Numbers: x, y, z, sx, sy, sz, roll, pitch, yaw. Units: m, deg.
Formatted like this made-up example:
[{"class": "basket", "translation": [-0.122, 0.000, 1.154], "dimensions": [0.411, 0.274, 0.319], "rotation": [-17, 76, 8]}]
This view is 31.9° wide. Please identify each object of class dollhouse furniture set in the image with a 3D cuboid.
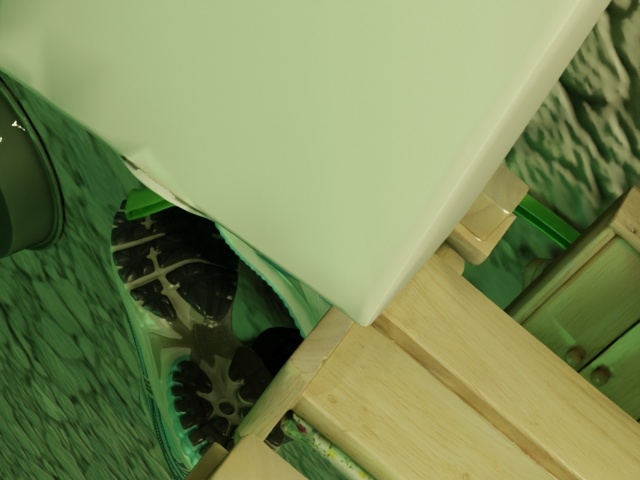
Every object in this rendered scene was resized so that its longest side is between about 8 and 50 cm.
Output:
[{"class": "dollhouse furniture set", "translation": [0.105, 0.145, 0.539], "dimensions": [0.303, 0.355, 0.174], "rotation": [40, 130, 3]}]

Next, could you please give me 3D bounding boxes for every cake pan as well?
[{"class": "cake pan", "translation": [-0.395, -0.099, 1.206], "dimensions": [0.293, 0.054, 0.293], "rotation": [31, 142, 27]}]

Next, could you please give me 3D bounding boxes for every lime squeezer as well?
[{"class": "lime squeezer", "translation": [0.039, -0.047, 0.711], "dimensions": [0.310, 0.110, 0.059], "rotation": [9, 140, 4]}]

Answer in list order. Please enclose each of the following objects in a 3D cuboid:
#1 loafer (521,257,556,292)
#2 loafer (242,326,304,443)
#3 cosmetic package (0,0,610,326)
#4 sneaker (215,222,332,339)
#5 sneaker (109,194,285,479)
[{"class": "loafer", "translation": [0.148, 0.063, 0.743], "dimensions": [0.039, 0.045, 0.125], "rotation": [19, 140, 47]}, {"class": "loafer", "translation": [-0.048, 0.121, 0.978], "dimensions": [0.095, 0.109, 0.302], "rotation": [57, 149, -1]}, {"class": "cosmetic package", "translation": [0.046, -0.176, 0.387], "dimensions": [0.197, 0.155, 0.365], "rotation": [37, 122, 7]}, {"class": "sneaker", "translation": [0.000, 0.000, 0.827], "dimensions": [0.092, 0.087, 0.228], "rotation": [-44, 79, 30]}, {"class": "sneaker", "translation": [-0.123, 0.086, 0.925], "dimensions": [0.122, 0.110, 0.283], "rotation": [-58, 40, 45]}]
